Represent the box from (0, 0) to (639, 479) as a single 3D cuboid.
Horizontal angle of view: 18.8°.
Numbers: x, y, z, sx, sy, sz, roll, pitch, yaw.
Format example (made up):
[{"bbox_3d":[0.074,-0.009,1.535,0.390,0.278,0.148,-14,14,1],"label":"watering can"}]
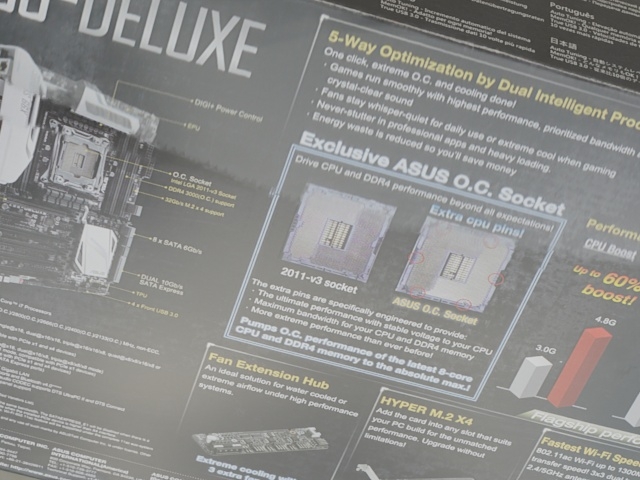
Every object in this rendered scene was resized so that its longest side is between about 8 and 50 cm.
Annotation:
[{"bbox_3d":[0.000,0.000,0.652,0.307,0.076,0.242,15,132,-7],"label":"box"}]
